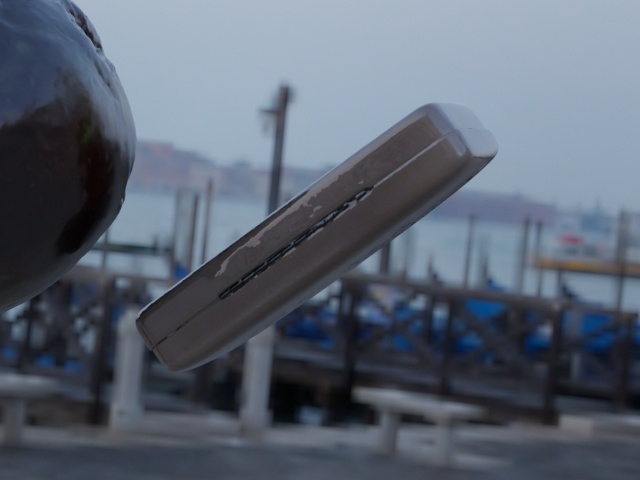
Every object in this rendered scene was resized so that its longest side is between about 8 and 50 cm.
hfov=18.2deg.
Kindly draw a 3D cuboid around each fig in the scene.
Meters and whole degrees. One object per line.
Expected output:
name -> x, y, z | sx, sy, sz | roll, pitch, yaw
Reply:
fig -> -0.129, -0.016, 0.574 | 0.154, 0.103, 0.109 | -31, -5, 2

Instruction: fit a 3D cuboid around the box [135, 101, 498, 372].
box -> 0.000, 0.000, 0.588 | 0.115, 0.025, 0.048 | -35, -10, 17
